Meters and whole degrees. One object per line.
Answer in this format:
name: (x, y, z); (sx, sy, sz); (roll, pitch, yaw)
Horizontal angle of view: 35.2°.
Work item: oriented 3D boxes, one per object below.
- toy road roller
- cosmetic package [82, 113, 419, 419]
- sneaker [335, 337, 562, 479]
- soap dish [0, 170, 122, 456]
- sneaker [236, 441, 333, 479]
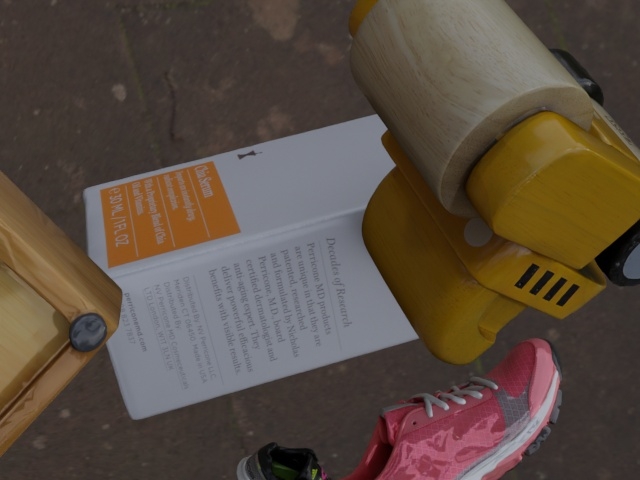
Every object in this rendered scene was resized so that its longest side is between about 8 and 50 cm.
toy road roller: (0.119, -0.032, 0.775); (0.329, 0.240, 0.203); (21, 31, -50)
cosmetic package: (0.000, 0.000, 1.029); (0.453, 0.230, 0.162); (-15, 117, -8)
sneaker: (0.134, 0.203, 1.068); (0.136, 0.116, 0.314); (46, 75, -10)
soap dish: (-0.269, 0.031, 0.559); (0.229, 0.118, 0.291); (-48, 125, -13)
sneaker: (-0.012, 0.289, 1.188); (0.170, 0.075, 0.063); (27, 44, -5)
